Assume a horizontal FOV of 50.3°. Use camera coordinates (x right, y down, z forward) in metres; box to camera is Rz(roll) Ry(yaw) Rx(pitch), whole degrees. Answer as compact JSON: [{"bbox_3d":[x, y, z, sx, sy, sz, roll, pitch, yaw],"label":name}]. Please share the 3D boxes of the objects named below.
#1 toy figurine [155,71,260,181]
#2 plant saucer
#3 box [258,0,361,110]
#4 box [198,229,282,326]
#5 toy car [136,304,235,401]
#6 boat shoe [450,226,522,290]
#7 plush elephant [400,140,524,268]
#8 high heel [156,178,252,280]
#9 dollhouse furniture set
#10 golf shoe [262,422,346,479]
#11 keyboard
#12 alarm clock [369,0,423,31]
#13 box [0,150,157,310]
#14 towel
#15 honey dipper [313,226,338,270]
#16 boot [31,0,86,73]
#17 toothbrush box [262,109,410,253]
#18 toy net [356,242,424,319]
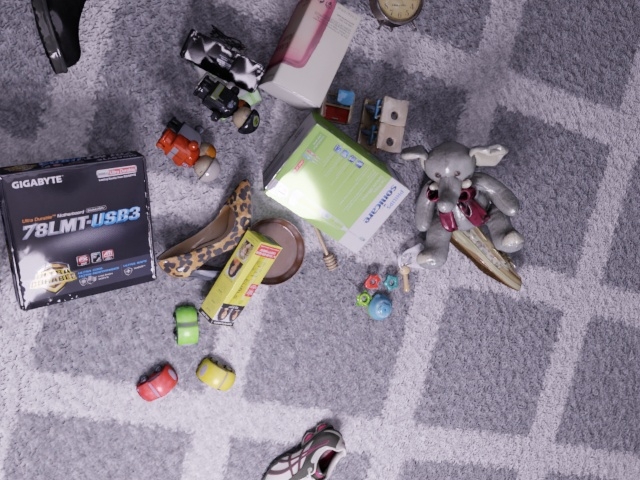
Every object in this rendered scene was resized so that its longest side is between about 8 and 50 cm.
[{"bbox_3d":[-0.240,-0.248,1.486,0.148,0.209,0.213,35,99,-17],"label":"toy figurine"},{"bbox_3d":[-0.121,0.026,1.669,0.168,0.029,0.168,-3,99,-20],"label":"plant saucer"},{"bbox_3d":[-0.028,-0.433,1.574,0.127,0.148,0.232,26,88,-20],"label":"box"},{"bbox_3d":[-0.188,0.091,1.593,0.087,0.058,0.232,20,106,-55],"label":"box"},{"bbox_3d":[-0.317,0.268,1.619,0.239,0.053,0.225,-4,99,-19],"label":"toy car"},{"bbox_3d":[0.451,0.031,1.832,0.285,0.104,0.089,40,86,-19],"label":"boat shoe"},{"bbox_3d":[0.332,-0.126,1.660,0.255,0.272,0.330,36,53,-53],"label":"plush elephant"},{"bbox_3d":[-0.260,-0.030,1.557,0.186,0.093,0.261,12,101,-39],"label":"high heel"},{"bbox_3d":[0.094,-0.288,1.647,0.183,0.129,0.129,8,95,-21],"label":"dollhouse furniture set"},{"bbox_3d":[-0.048,0.586,1.726,0.273,0.120,0.105,-47,111,-7],"label":"golf shoe"},{"bbox_3d":[-0.215,-0.421,1.555,0.192,0.038,0.100,24,115,-23],"label":"keyboard"},{"bbox_3d":[0.184,-0.611,1.670,0.129,0.064,0.192,-4,101,-19],"label":"alarm clock"},{"bbox_3d":[-0.507,-0.026,1.441,0.295,0.073,0.293,-12,116,-30],"label":"box"},{"bbox_3d":[-0.218,-0.371,1.586,0.113,0.023,0.152,-30,108,-11],"label":"towel"},{"bbox_3d":[0.000,0.000,1.709,0.030,0.030,0.161,-28,103,-14],"label":"honey dipper"},{"bbox_3d":[-0.467,-0.531,1.414,0.260,0.131,0.348,-10,100,-18],"label":"boot"},{"bbox_3d":[0.034,-0.137,1.619,0.283,0.122,0.206,33,108,-19],"label":"toothbrush box"},{"bbox_3d":[0.186,0.094,1.781,0.122,0.045,0.232,37,83,-18],"label":"toy net"}]
